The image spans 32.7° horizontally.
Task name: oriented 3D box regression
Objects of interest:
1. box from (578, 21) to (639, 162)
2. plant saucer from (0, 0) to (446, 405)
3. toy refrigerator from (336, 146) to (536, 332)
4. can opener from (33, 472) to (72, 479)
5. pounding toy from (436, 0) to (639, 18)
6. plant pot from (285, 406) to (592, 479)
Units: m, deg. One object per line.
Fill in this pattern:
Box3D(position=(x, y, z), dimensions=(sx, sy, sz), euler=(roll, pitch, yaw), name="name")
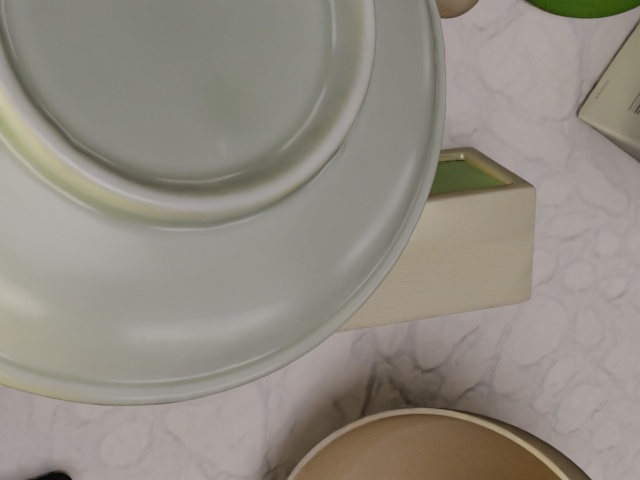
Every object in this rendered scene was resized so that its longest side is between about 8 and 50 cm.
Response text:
Box3D(position=(0.309, -0.110, 0.748), dimensions=(0.119, 0.181, 0.182), euler=(30, 98, -26), name="box")
Box3D(position=(-0.085, -0.113, 0.573), dimensions=(0.400, 0.100, 0.400), euler=(3, 83, -26), name="plant saucer")
Box3D(position=(0.000, 0.000, 0.733), dimensions=(0.269, 0.102, 0.094), euler=(-8, 113, -15), name="toy refrigerator")
Box3D(position=(-0.257, 0.207, 0.750), dimensions=(0.186, 0.059, 0.073), euler=(-16, 115, -12), name="can opener")
Box3D(position=(0.180, -0.226, 0.700), dimensions=(0.237, 0.110, 0.183), euler=(-6, 112, -17), name="pounding toy")
Box3D(position=(0.120, 0.262, 0.807), dimensions=(0.191, 0.284, 0.284), euler=(9, 111, -58), name="plant pot")
